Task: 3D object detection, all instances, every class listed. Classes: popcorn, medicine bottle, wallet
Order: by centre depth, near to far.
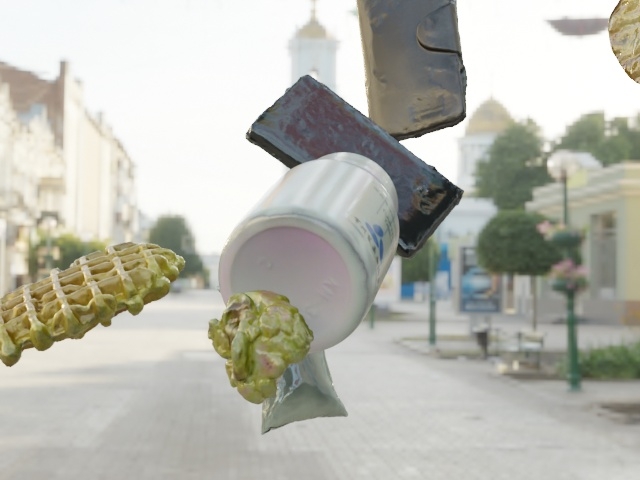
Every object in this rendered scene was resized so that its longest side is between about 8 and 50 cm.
[{"bbox_3d":[-0.058,0.098,1.164,0.089,0.109,0.097,42,-46,-22],"label":"popcorn"},{"bbox_3d":[0.000,0.000,1.348,0.170,0.170,0.293,0,19,12],"label":"medicine bottle"},{"bbox_3d":[0.047,-0.104,1.593,0.285,0.146,0.030,38,-30,6],"label":"wallet"},{"bbox_3d":[0.136,-0.303,1.828,0.165,0.310,0.042,-13,-21,24],"label":"wallet"}]

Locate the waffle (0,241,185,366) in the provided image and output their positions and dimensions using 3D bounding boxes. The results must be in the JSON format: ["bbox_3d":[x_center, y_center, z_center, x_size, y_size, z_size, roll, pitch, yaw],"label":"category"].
[{"bbox_3d":[-0.333,0.077,1.578,0.283,0.065,0.309,-9,16,32],"label":"waffle"}]

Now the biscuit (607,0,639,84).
[{"bbox_3d":[0.453,-0.289,1.525,0.041,0.203,0.260,3,2,-22],"label":"biscuit"}]

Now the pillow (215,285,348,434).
[{"bbox_3d":[-0.061,0.171,1.841,0.144,0.254,0.078,-12,-14,-28],"label":"pillow"}]
